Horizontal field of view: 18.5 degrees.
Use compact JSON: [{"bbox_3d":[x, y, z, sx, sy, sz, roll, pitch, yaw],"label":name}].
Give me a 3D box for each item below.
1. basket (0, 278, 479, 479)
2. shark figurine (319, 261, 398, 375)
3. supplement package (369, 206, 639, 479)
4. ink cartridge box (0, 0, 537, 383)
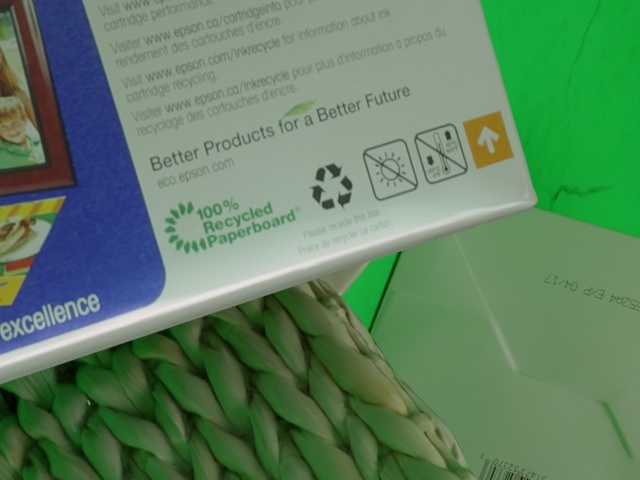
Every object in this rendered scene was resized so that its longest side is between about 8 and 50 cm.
[{"bbox_3d":[-0.016,0.227,0.811,0.266,0.331,0.328,-35,140,-7],"label":"basket"},{"bbox_3d":[-0.015,-0.024,1.026,0.116,0.166,0.278,92,2,-77],"label":"shark figurine"},{"bbox_3d":[0.169,0.106,1.208,0.145,0.262,0.204,34,76,-59],"label":"supplement package"},{"bbox_3d":[-0.101,-0.115,0.656,0.303,0.072,0.307,-18,91,-26],"label":"ink cartridge box"}]
